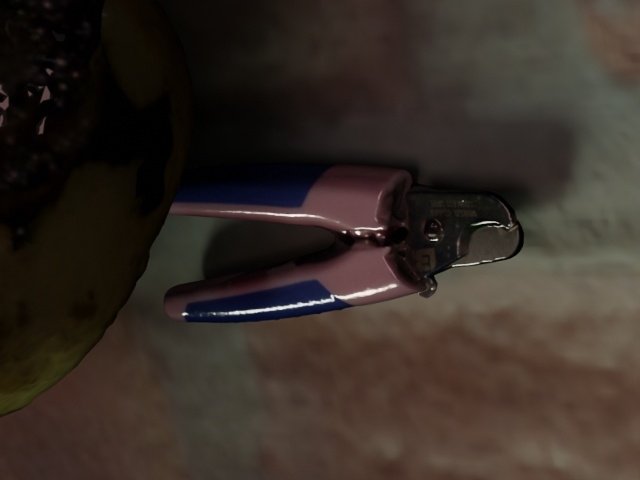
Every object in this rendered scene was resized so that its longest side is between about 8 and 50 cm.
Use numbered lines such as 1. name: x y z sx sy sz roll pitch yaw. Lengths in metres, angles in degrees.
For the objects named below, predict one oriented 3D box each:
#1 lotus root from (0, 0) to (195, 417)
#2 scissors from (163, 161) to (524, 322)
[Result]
1. lotus root: -0.109 -0.021 0.440 0.214 0.138 0.138 -9 100 57
2. scissors: 0.000 0.000 0.421 0.113 0.012 0.039 -3 105 43
